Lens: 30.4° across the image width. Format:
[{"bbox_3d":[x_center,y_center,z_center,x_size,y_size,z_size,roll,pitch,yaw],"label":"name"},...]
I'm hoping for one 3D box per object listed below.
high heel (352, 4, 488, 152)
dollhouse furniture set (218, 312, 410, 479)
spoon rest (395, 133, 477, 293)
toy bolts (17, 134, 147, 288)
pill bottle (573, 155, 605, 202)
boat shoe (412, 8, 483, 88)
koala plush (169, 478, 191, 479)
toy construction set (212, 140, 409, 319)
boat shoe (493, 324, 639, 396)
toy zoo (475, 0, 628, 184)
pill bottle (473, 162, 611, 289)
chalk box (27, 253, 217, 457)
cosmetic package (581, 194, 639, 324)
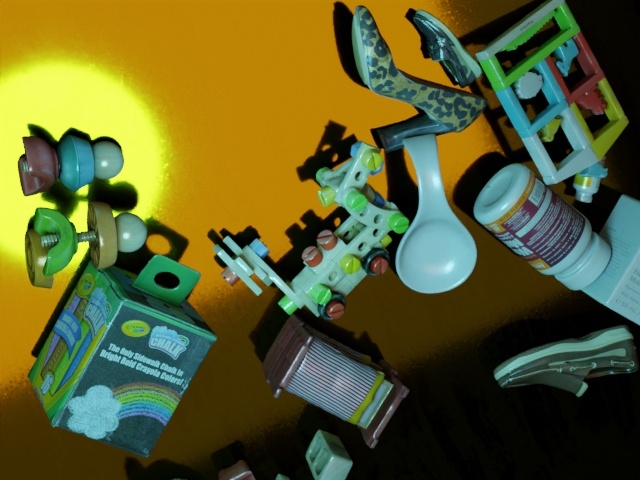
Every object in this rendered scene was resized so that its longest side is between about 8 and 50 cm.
[{"bbox_3d":[0.156,-0.277,1.865,0.186,0.093,0.261,-19,123,0],"label":"high heel"},{"bbox_3d":[-0.039,0.334,1.952,0.201,0.152,0.374,27,97,-16],"label":"dollhouse furniture set"},{"bbox_3d":[0.180,-0.031,1.921,0.137,0.084,0.276,-11,117,0],"label":"spoon rest"},{"bbox_3d":[-0.369,-0.046,1.810,0.158,0.218,0.229,-7,72,-23],"label":"toy bolts"},{"bbox_3d":[0.454,-0.108,1.997,0.043,0.043,0.083,9,102,-13],"label":"pill bottle"},{"bbox_3d":[0.199,-0.306,1.892,0.152,0.056,0.049,43,87,-17],"label":"boat shoe"},{"bbox_3d":[-0.241,0.517,1.920,0.196,0.221,0.203,19,99,-14],"label":"koala plush"},{"bbox_3d":[0.000,0.000,1.879,0.327,0.151,0.215,-35,132,7],"label":"toy construction set"},{"bbox_3d":[0.431,0.223,2.032,0.257,0.095,0.095,-16,70,-7],"label":"boat shoe"},{"bbox_3d":[0.391,-0.227,1.919,0.192,0.030,0.293,-38,106,-23],"label":"toy zoo"},{"bbox_3d":[0.372,-0.020,1.963,0.221,0.121,0.121,38,94,-17],"label":"pill bottle"},{"bbox_3d":[-0.295,0.152,1.825,0.180,0.179,0.289,27,96,-33],"label":"chalk box"},{"bbox_3d":[0.555,0.045,1.998,0.151,0.151,0.184,27,97,-17],"label":"cosmetic package"}]
